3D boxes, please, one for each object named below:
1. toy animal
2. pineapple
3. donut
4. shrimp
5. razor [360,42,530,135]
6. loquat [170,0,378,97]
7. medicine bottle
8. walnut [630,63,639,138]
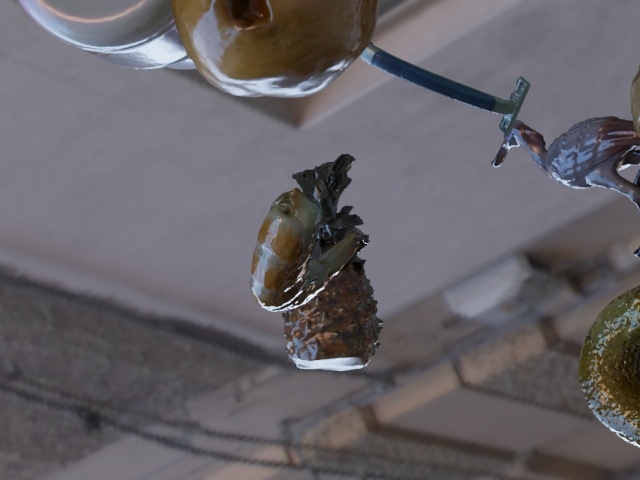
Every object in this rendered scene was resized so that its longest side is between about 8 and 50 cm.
[{"bbox_3d":[0.344,-0.105,2.229,0.090,0.324,0.195,-35,-40,-32],"label":"toy animal"},{"bbox_3d":[0.018,0.029,2.453,0.141,0.170,0.310,5,-104,-24],"label":"pineapple"},{"bbox_3d":[0.464,0.171,2.265,0.107,0.272,0.272,7,-121,-47],"label":"donut"},{"bbox_3d":[0.000,0.000,1.631,0.166,0.161,0.049,-24,-128,-41],"label":"shrimp"},{"bbox_3d":[0.135,-0.177,1.893,0.191,0.068,0.037,20,-154,-2],"label":"razor"},{"bbox_3d":[-0.041,-0.237,1.506,0.238,0.193,0.238,6,-90,-73],"label":"loquat"},{"bbox_3d":[-0.197,-0.314,1.919,0.241,0.241,0.302,66,-168,9],"label":"medicine bottle"},{"bbox_3d":[0.473,-0.157,1.959,0.228,0.228,0.228,39,-145,-35],"label":"walnut"}]
